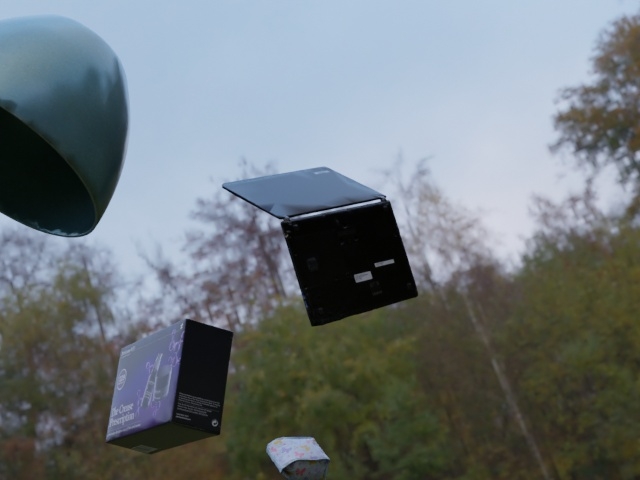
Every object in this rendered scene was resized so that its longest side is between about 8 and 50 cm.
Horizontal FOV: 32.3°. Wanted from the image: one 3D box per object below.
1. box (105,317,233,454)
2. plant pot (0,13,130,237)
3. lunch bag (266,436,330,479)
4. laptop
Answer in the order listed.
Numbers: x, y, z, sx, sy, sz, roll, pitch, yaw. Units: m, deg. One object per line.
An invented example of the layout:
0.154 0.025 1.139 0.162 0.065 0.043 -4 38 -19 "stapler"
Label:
-0.268 0.260 1.938 0.103 0.184 0.261 22 -28 -28 "box"
-0.355 -0.171 1.394 0.290 0.195 0.290 23 -28 13 "plant pot"
-0.038 0.343 1.724 0.083 0.071 0.053 7 -73 -29 "lunch bag"
0.000 0.000 1.777 0.234 0.264 0.136 -13 -6 -40 "laptop"
